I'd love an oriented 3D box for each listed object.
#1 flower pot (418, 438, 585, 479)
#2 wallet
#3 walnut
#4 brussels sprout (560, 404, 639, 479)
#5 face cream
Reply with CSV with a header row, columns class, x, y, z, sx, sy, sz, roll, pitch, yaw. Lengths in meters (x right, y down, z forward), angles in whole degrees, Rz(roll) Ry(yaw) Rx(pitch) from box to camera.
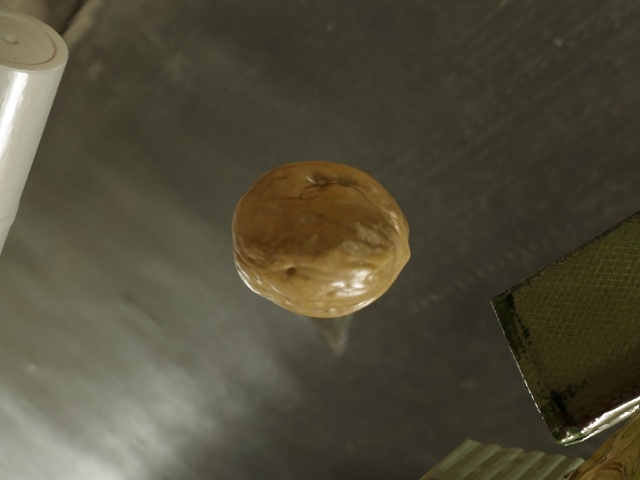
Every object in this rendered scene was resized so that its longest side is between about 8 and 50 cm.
class,x,y,z,sx,sy,sz,roll,pitch,yaw
flower pot,0.168,0.318,1.617,0.239,0.189,0.209,7,99,22
wallet,0.275,0.058,1.431,0.055,0.236,0.160,36,-153,-56
walnut,0.000,0.000,1.515,0.166,0.166,0.149,20,112,29
brussels sprout,0.200,0.124,0.828,0.117,0.155,0.155,47,153,12
face cream,-0.236,-0.030,1.094,0.077,0.077,0.250,31,122,11
